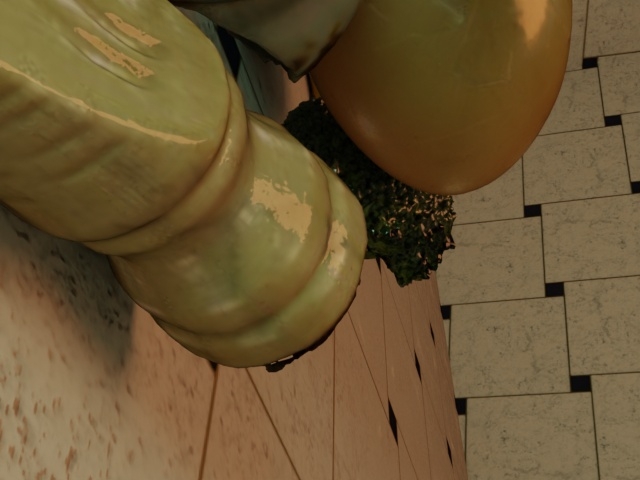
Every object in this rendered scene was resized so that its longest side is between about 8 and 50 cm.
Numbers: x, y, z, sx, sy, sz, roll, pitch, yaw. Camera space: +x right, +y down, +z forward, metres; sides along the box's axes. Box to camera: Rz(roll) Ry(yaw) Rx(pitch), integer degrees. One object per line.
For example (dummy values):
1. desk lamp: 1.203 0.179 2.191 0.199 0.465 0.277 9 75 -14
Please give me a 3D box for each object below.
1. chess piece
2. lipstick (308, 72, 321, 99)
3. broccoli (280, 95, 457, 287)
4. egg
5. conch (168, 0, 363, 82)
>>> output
1. chess piece: -0.097 -0.057 0.368 0.301 0.137 0.137 45 32 -51
2. lipstick: 0.001 -0.293 1.253 0.059 0.059 0.263 43 36 -71
3. broccoli: 0.028 -0.036 0.805 0.226 0.198 0.176 -57 179 -40
4. egg: 0.085 -0.154 0.666 0.201 0.201 0.244 -60 140 -74
5. conch: -0.046 -0.200 0.452 0.249 0.197 0.368 47 9 -19
